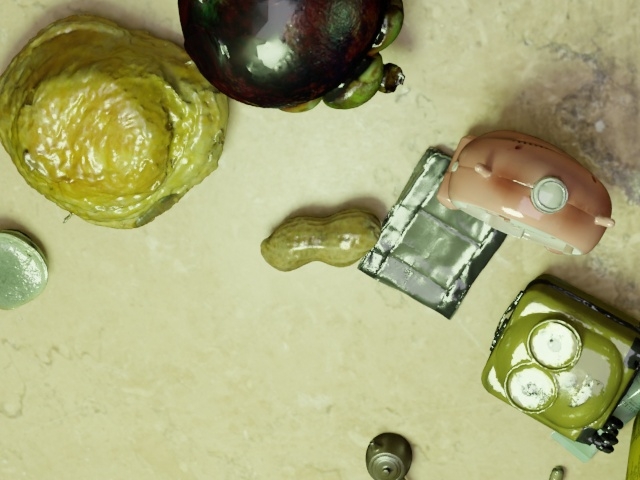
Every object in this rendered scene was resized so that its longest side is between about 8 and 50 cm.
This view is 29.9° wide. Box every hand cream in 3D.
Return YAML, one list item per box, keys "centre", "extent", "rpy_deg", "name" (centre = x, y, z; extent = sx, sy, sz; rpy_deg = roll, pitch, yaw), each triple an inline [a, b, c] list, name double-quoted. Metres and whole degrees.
- centre: [0.451, 0.263, 1.849]
  extent: [0.078, 0.050, 0.205]
  rpy_deg: [37, 117, -11]
  name: "hand cream"

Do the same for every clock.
- centre: [0.291, -0.073, 1.633]
  extent: [0.227, 0.241, 0.142]
  rpy_deg: [23, 92, -2]
  name: "clock"

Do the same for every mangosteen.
- centre: [-0.040, -0.308, 1.592]
  extent: [0.311, 0.311, 0.311]
  rpy_deg: [3, 111, 8]
  name: "mangosteen"

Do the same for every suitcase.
- centre: [0.364, 0.179, 1.762]
  extent: [0.234, 0.143, 0.194]
  rpy_deg: [28, 112, 12]
  name: "suitcase"

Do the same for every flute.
- centre: [0.359, 0.469, 1.955]
  extent: [0.027, 0.027, 0.233]
  rpy_deg: [13, 112, 5]
  name: "flute"

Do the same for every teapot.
- centre: [0.112, 0.364, 1.932]
  extent: [0.076, 0.068, 0.121]
  rpy_deg: [-24, 105, 17]
  name: "teapot"

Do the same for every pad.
- centre: [0.182, -0.007, 1.805]
  extent: [0.174, 0.022, 0.233]
  rpy_deg: [28, 114, -3]
  name: "pad"

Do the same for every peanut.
- centre: [0.001, 0.002, 1.808]
  extent: [0.192, 0.089, 0.089]
  rpy_deg: [-7, 110, 17]
  name: "peanut"

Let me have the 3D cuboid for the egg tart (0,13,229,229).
- centre: [-0.326, -0.156, 1.766]
  extent: [0.351, 0.153, 0.340]
  rpy_deg: [29, 116, -1]
  name: "egg tart"

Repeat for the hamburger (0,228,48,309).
- centre: [-0.502, 0.045, 1.919]
  extent: [0.140, 0.062, 0.133]
  rpy_deg: [-34, 106, 18]
  name: "hamburger"

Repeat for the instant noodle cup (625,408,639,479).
- centre: [0.576, 0.366, 1.720]
  extent: [0.325, 0.254, 0.326]
  rpy_deg: [6, 131, 7]
  name: "instant noodle cup"
